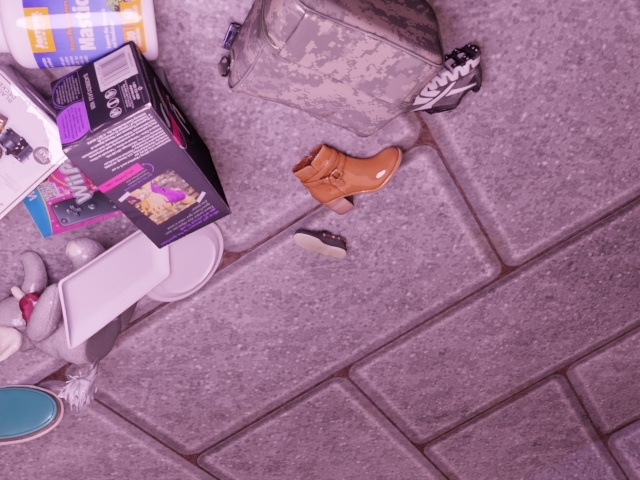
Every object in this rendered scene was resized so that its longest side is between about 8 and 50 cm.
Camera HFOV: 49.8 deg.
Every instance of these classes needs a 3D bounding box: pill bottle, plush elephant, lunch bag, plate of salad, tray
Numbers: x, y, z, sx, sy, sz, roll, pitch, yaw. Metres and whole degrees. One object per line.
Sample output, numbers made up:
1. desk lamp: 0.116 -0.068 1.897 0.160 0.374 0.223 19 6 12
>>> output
1. pill bottle: -0.389 -0.339 1.036 0.272 0.152 0.152 -8 129 -12
2. plush elephant: -0.519 0.134 1.337 0.255 0.272 0.330 16 90 14
3. lunch bag: 0.012 -0.311 1.147 0.305 0.212 0.256 17 138 -24
4. plate of salad: -0.287 0.037 1.416 0.200 0.048 0.200 -29 138 -30
5. tray: -0.367 0.064 1.232 0.030 0.270 0.145 19 124 21

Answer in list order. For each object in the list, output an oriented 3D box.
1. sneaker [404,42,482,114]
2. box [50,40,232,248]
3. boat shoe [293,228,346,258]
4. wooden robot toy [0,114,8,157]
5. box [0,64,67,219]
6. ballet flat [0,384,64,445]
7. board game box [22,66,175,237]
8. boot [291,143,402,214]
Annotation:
1. sneaker: 0.211 -0.276 1.320 0.234 0.078 0.106 -27 128 3
2. box: -0.270 -0.139 1.069 0.143 0.165 0.270 -26 144 3
3. boat shoe: -0.001 0.001 1.501 0.133 0.042 0.049 19 145 -28
4. wooden robot toy: -0.515 -0.109 0.989 0.173 0.079 0.076 -42 109 3
5. box: -0.535 -0.116 1.072 0.290 0.087 0.169 -42 110 3
6. ballet flat: -0.767 0.417 1.555 0.400 0.139 0.139 -10 130 -4
7. board game box: -0.388 -0.154 1.222 0.303 0.097 0.224 -17 129 -3
8. boot: 0.054 -0.150 1.379 0.197 0.073 0.152 -42 123 13
